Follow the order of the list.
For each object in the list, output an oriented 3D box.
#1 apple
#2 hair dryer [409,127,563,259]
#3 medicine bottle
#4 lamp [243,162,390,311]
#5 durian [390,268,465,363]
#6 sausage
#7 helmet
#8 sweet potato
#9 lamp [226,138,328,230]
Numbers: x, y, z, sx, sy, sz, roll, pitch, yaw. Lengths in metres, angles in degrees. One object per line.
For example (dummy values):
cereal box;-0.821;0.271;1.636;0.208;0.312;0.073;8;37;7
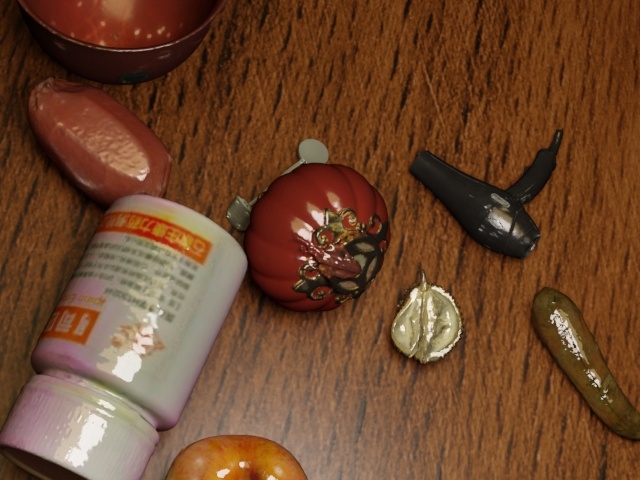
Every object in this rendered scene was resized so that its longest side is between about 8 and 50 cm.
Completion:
apple;-0.115;0.355;1.680;0.209;0.164;0.209;4;67;-10
hair dryer;0.296;-0.106;1.994;0.235;0.091;0.272;39;55;17
medicine bottle;-0.268;0.149;1.706;0.219;0.219;0.388;24;68;0
lamp;0.000;0.000;1.805;0.227;0.227;0.226;3;69;-9
durian;0.155;0.114;1.869;0.110;0.071;0.140;-3;86;-5
sausage;-0.323;-0.139;1.852;0.254;0.148;0.148;43;68;12
helmet;-0.307;-0.381;1.895;0.338;0.230;0.384;1;61;-11
sweet potato;0.402;0.191;1.885;0.075;0.075;0.273;-29;79;-19
lamp;-0.064;-0.090;1.937;0.050;0.056;0.198;44;58;9
